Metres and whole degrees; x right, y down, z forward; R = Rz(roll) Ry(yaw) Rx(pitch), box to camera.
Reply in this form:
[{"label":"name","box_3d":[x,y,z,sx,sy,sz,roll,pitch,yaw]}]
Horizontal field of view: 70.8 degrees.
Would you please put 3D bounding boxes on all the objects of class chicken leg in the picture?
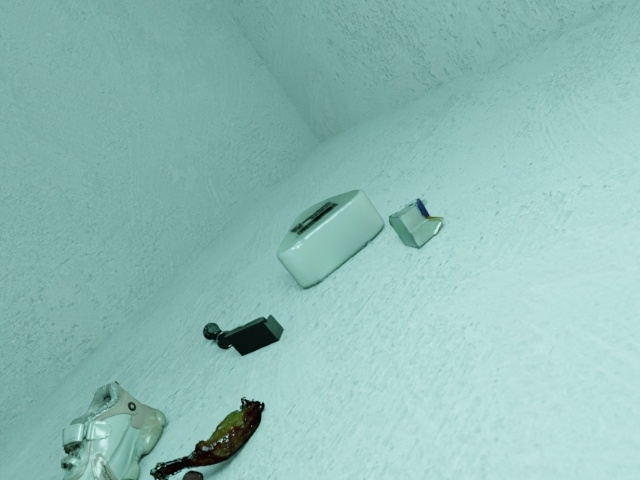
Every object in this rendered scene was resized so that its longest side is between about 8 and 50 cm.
[{"label":"chicken leg","box_3d":[-0.217,0.407,0.910,0.253,0.051,0.106,-28,18,-29]}]

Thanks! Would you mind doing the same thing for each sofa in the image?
[{"label":"sofa","box_3d":[-0.182,0.251,1.239,0.147,0.085,0.060,-28,23,28]}]

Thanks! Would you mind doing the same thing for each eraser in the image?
[{"label":"eraser","box_3d":[0.000,0.000,1.413,0.331,0.150,0.331,-34,19,14]}]

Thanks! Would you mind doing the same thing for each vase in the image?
[{"label":"vase","box_3d":[-0.324,0.301,1.428,0.059,0.059,0.167,-45,19,-22]}]

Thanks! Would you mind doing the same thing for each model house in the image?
[{"label":"model house","box_3d":[0.244,-0.052,1.156,0.100,0.101,0.088,-39,16,-10]}]

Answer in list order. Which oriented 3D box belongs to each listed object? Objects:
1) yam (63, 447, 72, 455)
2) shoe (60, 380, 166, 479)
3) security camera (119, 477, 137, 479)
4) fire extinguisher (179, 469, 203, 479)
[{"label":"yam","box_3d":[-0.691,0.600,1.352,0.141,0.079,0.079,-29,20,19]},{"label":"shoe","box_3d":[-0.545,0.515,1.089,0.172,0.198,0.351,-32,18,22]},{"label":"security camera","box_3d":[-0.437,0.612,0.856,0.301,0.080,0.157,-53,24,-14]},{"label":"fire extinguisher","box_3d":[-0.241,0.488,0.817,0.078,0.045,0.157,-1,12,-15]}]
